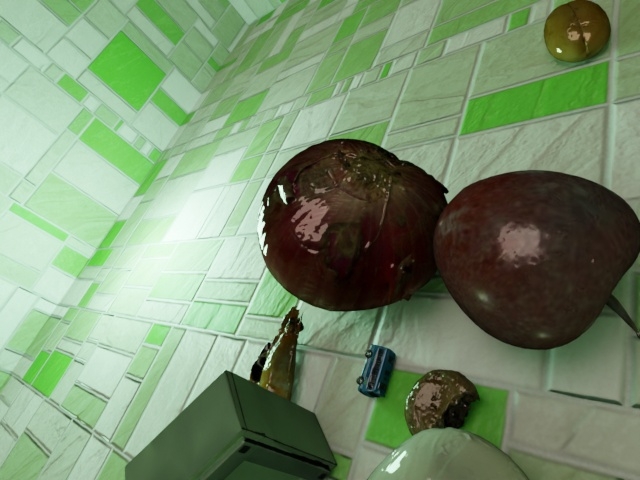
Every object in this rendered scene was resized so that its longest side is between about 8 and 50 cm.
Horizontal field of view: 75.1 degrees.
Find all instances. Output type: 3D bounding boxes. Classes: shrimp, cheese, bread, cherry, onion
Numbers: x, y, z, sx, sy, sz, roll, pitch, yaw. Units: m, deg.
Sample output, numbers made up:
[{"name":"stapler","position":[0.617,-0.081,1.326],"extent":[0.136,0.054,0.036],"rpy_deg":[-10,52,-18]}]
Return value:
[{"name":"shrimp","position":[-0.103,0.271,0.844],"extent":[0.152,0.063,0.287],"rpy_deg":[-28,37,47]},{"name":"cheese","position":[0.149,0.313,0.473],"extent":[0.189,0.154,0.198],"rpy_deg":[-44,39,-4]},{"name":"bread","position":[0.170,0.237,0.599],"extent":[0.113,0.060,0.082],"rpy_deg":[-47,37,-4]},{"name":"cherry","position":[0.287,0.021,0.550],"extent":[0.236,0.213,0.285],"rpy_deg":[-28,53,-25]},{"name":"bread","position":[0.529,-0.446,0.869],"extent":[0.114,0.077,0.189],"rpy_deg":[-23,45,34]},{"name":"onion","position":[0.059,-0.027,0.752],"extent":[0.353,0.353,0.354],"rpy_deg":[-26,41,25]}]

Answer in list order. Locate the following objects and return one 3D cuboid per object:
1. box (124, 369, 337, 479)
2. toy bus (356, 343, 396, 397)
[{"name":"box","position":[-0.132,0.356,0.648],"extent":[0.225,0.225,0.117],"rpy_deg":[-44,37,4]},{"name":"toy bus","position":[0.096,0.222,0.704],"extent":[0.046,0.038,0.083],"rpy_deg":[0,57,40]}]
